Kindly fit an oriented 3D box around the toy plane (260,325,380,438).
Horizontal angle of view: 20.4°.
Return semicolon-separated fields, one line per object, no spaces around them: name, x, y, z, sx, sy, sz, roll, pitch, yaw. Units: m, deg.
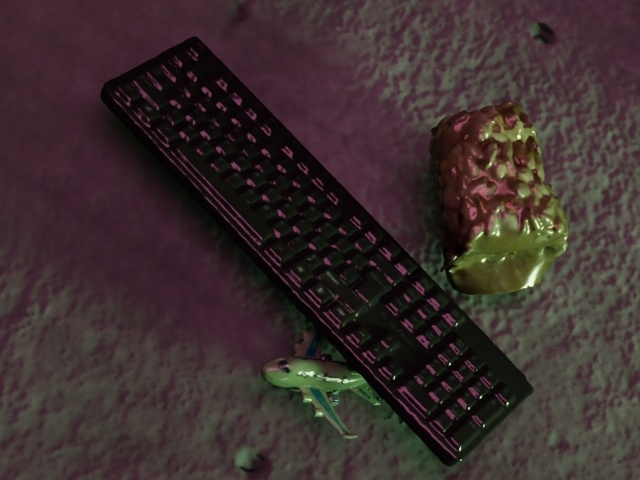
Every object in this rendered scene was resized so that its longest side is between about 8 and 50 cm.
toy plane;-0.002;0.080;1.053;0.083;0.033;0.080;5;67;-32

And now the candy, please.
candy;0.104;-0.025;1.090;0.085;0.095;0.110;-10;66;-12

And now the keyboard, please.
keyboard;0.000;0.000;1.082;0.309;0.018;0.101;47;44;8
